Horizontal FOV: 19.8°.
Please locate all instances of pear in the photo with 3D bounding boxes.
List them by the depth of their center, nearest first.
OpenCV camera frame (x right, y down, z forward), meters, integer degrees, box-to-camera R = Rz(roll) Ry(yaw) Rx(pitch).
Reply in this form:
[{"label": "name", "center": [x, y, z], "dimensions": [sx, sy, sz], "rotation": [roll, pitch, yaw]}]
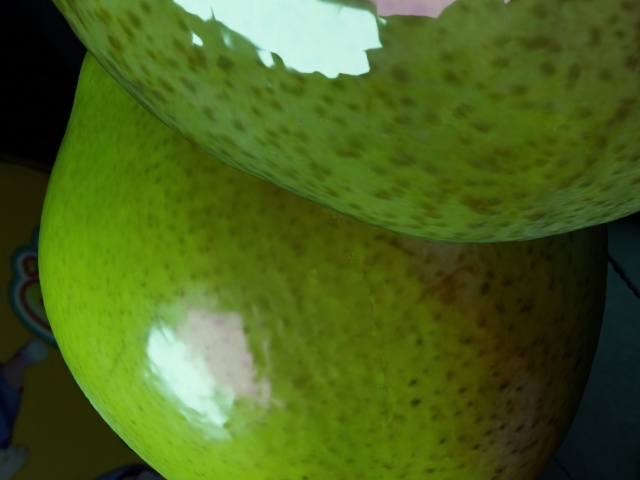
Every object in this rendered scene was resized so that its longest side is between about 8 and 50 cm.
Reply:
[{"label": "pear", "center": [0.035, -0.100, 0.408], "dimensions": [0.228, 0.188, 0.211], "rotation": [30, 146, 18]}, {"label": "pear", "center": [-0.001, 0.000, 0.581], "dimensions": [0.198, 0.198, 0.198], "rotation": [30, 148, 21]}]

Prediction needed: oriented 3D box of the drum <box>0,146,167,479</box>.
[{"label": "drum", "center": [-0.199, 0.170, 0.824], "dimensions": [0.431, 0.431, 0.214], "rotation": [49, 151, -11]}]
